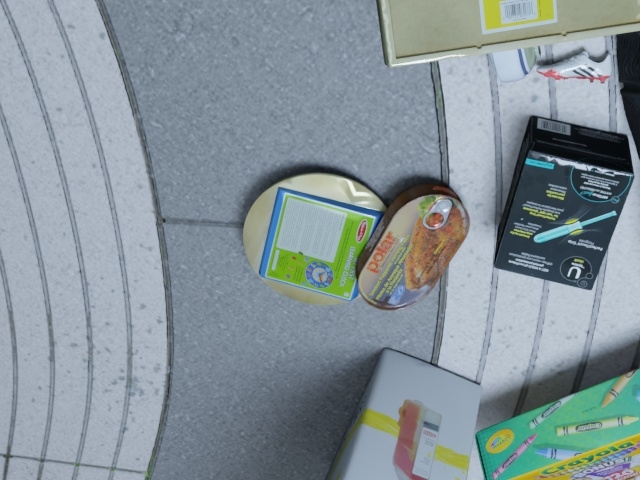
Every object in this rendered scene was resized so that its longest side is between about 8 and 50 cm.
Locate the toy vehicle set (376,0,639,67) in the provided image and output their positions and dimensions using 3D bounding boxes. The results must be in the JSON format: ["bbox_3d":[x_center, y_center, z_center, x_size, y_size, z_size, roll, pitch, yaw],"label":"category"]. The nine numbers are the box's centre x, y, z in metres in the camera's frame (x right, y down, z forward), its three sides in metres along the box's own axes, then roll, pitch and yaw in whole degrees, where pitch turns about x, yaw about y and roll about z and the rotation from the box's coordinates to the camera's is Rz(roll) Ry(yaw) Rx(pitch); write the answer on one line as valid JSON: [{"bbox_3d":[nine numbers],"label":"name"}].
[{"bbox_3d":[0.184,-0.270,0.873,0.266,0.035,0.166,-8,107,-1],"label":"toy vehicle set"}]

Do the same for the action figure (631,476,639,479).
[{"bbox_3d":[0.530,0.495,1.238,0.248,0.276,0.370,10,136,16],"label":"action figure"}]

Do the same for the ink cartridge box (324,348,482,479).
[{"bbox_3d":[0.074,0.375,1.202,0.160,0.385,0.279,23,123,4],"label":"ink cartridge box"}]

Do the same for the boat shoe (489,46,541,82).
[{"bbox_3d":[0.202,-0.311,0.923,0.094,0.109,0.302,-5,116,15],"label":"boat shoe"}]

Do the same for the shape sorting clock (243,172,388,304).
[{"bbox_3d":[0.000,0.000,1.198,0.206,0.040,0.206,5,123,7],"label":"shape sorting clock"}]

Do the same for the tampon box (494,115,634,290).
[{"bbox_3d":[0.283,-0.044,1.063,0.120,0.101,0.161,14,123,7],"label":"tampon box"}]

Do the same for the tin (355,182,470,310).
[{"bbox_3d":[0.114,0.009,1.156,0.106,0.040,0.190,14,123,-25],"label":"tin"}]

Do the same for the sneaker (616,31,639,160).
[{"bbox_3d":[0.478,-0.134,0.953,0.257,0.169,0.448,-15,105,-2],"label":"sneaker"}]

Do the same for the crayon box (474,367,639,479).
[{"bbox_3d":[0.368,0.263,1.195,0.278,0.081,0.165,-29,142,27],"label":"crayon box"}]

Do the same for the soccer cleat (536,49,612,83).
[{"bbox_3d":[0.286,-0.197,1.016,0.083,0.029,0.036,5,113,8],"label":"soccer cleat"}]
